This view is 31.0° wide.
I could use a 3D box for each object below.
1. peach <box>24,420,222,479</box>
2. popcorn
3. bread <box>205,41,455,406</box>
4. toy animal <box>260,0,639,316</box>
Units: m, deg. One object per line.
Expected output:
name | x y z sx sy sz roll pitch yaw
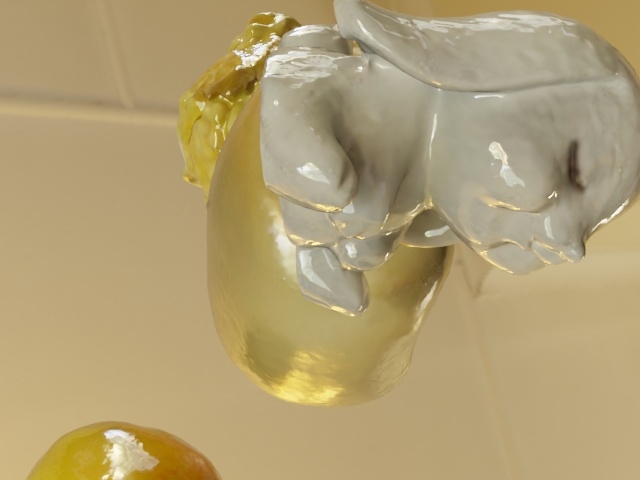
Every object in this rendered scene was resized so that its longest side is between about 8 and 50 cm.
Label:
peach | -0.243 0.383 1.413 0.289 0.289 0.308 31 -167 -37
popcorn | -0.029 -0.141 1.708 0.354 0.344 0.390 -9 -144 -28
bread | 0.000 0.000 1.283 0.253 0.376 0.347 -2 -117 -7
toy animal | 0.101 -0.073 0.821 0.271 0.265 0.205 72 -166 -60
